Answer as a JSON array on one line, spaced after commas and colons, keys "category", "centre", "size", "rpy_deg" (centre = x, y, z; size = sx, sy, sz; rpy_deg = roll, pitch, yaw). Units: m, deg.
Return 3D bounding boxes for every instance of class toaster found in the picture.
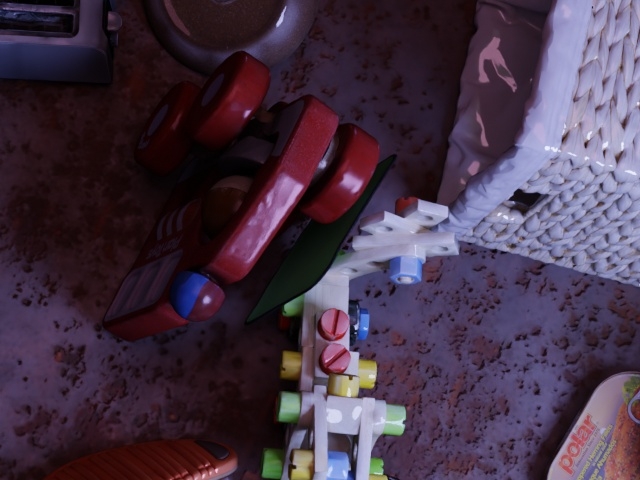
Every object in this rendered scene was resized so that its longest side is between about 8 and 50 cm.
[{"category": "toaster", "centre": [-0.301, -0.260, 1.630], "size": [0.186, 0.110, 0.168], "rpy_deg": [3, 73, -7]}]

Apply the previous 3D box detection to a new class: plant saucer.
[{"category": "plant saucer", "centre": [-0.100, -0.272, 1.655], "size": [0.199, 0.036, 0.198], "rpy_deg": [1, 95, 10]}]

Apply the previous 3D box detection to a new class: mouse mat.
[{"category": "mouse mat", "centre": [0.000, 0.000, 1.559], "size": [0.007, 0.153, 0.189], "rpy_deg": [40, 56, -13]}]

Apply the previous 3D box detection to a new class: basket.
[{"category": "basket", "centre": [0.301, -0.156, 1.579], "size": [0.266, 0.328, 0.331], "rpy_deg": [16, 72, -8]}]

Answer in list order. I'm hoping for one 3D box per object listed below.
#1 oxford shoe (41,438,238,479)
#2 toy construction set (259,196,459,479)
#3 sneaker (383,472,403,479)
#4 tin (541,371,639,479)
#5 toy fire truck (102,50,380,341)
[{"category": "oxford shoe", "centre": [-0.236, 0.303, 1.494], "size": [0.364, 0.130, 0.132], "rpy_deg": [-23, 111, -20]}, {"category": "toy construction set", "centre": [0.023, 0.109, 1.510], "size": [0.151, 0.215, 0.327], "rpy_deg": [19, 67, -1]}, {"category": "sneaker", "centre": [-0.021, 0.311, 1.527], "size": [0.272, 0.100, 0.108], "rpy_deg": [-26, 112, -21]}, {"category": "tin", "centre": [0.302, 0.225, 1.618], "size": [0.106, 0.040, 0.189], "rpy_deg": [36, 72, -1]}, {"category": "toy fire truck", "centre": [-0.095, -0.024, 1.503], "size": [0.169, 0.302, 0.253], "rpy_deg": [32, 68, -21]}]
